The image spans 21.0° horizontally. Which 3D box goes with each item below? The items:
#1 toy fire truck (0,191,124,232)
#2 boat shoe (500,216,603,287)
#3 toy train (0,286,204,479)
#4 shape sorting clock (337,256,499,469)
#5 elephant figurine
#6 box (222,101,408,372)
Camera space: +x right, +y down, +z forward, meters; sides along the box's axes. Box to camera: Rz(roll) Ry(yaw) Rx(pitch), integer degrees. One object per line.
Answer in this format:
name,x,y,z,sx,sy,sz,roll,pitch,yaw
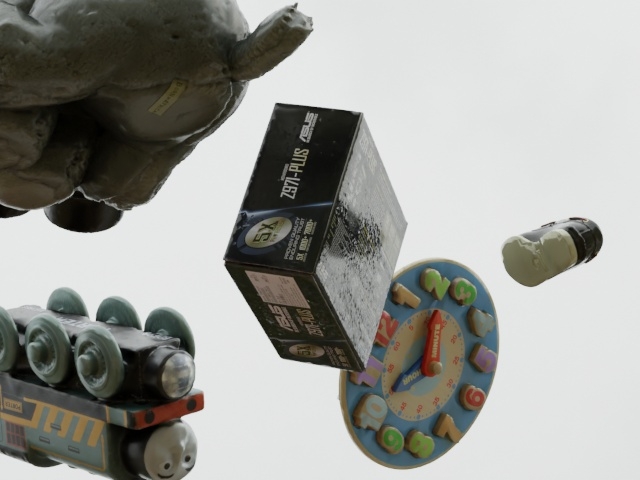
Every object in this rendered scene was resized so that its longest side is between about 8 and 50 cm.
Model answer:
toy fire truck,-0.211,-0.145,1.237,0.217,0.246,0.158,9,-58,3
boat shoe,0.201,0.010,1.516,0.042,0.049,0.133,-22,0,-24
toy train,-0.252,0.162,1.869,0.142,0.334,0.190,-15,-73,-44
shape sorting clock,0.098,0.118,1.634,0.206,0.040,0.206,-9,-75,-36
elephant figurine,-0.130,-0.149,0.911,0.186,0.239,0.169,3,-36,-19
box,0.000,0.000,1.387,0.077,0.147,0.180,8,-26,20
